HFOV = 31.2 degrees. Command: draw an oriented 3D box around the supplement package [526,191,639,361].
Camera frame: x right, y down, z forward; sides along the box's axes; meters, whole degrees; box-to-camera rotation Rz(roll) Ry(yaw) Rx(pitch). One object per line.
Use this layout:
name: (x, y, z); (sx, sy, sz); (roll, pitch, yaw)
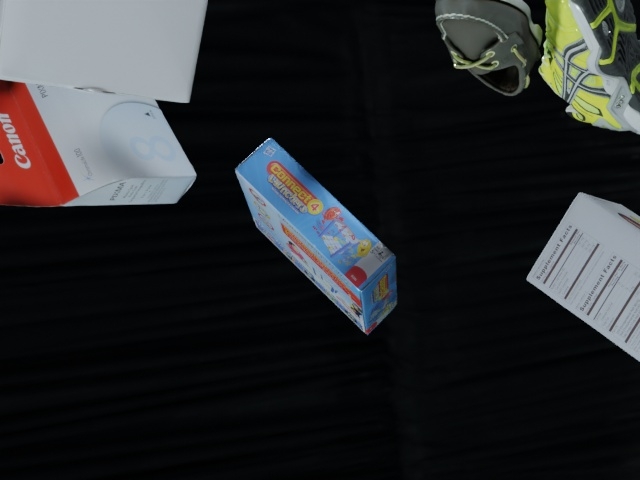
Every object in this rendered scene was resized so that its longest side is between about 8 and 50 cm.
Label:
supplement package: (0.407, 0.063, 1.423); (0.244, 0.139, 0.134); (39, 107, 32)

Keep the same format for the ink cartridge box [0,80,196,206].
ink cartridge box: (-0.450, -0.205, 2.063); (0.091, 0.385, 0.308); (-49, 59, 34)

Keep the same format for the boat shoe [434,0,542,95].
boat shoe: (0.217, -0.257, 1.476); (0.109, 0.305, 0.091); (11, 91, 24)

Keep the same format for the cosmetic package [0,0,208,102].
cosmetic package: (-0.197, -0.333, 1.096); (0.155, 0.197, 0.366); (-125, 46, -61)

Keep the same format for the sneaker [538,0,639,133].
sneaker: (0.368, -0.270, 1.619); (0.147, 0.385, 0.145); (0, 57, 33)

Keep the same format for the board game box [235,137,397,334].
board game box: (0.000, 0.000, 2.026); (0.308, 0.086, 0.302); (44, 170, 15)
